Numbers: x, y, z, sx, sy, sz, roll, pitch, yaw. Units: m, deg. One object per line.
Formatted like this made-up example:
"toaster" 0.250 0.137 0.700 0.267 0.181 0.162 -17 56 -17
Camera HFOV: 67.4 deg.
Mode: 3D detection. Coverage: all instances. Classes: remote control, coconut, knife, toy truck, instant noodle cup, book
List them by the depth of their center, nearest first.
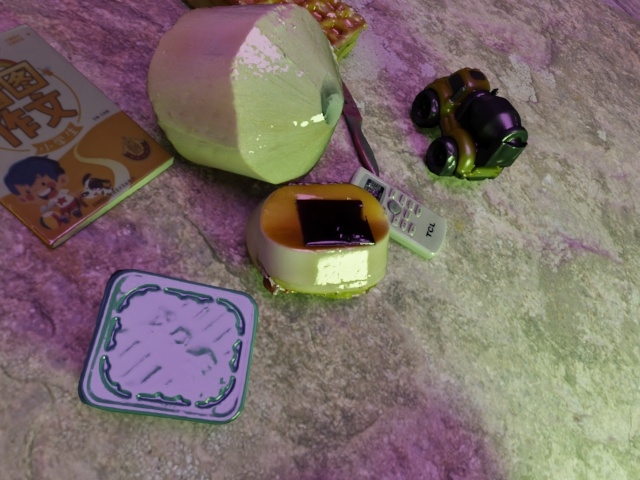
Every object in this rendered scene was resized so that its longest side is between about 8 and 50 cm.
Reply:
"instant noodle cup" -0.172 0.127 0.561 0.178 0.070 0.157 15 61 -17
"book" -0.378 -0.151 0.642 0.295 0.020 0.208 42 57 1
"coconut" -0.081 -0.199 0.658 0.244 0.239 0.239 18 51 26
"remote control" 0.127 -0.045 0.807 0.189 0.029 0.088 32 57 -7
"knife" 0.064 -0.216 0.872 0.035 0.018 0.248 -8 67 -24
"toy truck" 0.281 -0.223 0.884 0.147 0.165 0.225 -3 66 -25

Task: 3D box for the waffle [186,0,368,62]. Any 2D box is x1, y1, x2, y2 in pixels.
"waffle" -0.089 -0.425 0.869 0.308 0.091 0.213 41 55 -2

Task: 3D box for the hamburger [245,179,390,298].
"hamburger" 0.000 0.000 0.683 0.210 0.116 0.173 -5 59 -22
